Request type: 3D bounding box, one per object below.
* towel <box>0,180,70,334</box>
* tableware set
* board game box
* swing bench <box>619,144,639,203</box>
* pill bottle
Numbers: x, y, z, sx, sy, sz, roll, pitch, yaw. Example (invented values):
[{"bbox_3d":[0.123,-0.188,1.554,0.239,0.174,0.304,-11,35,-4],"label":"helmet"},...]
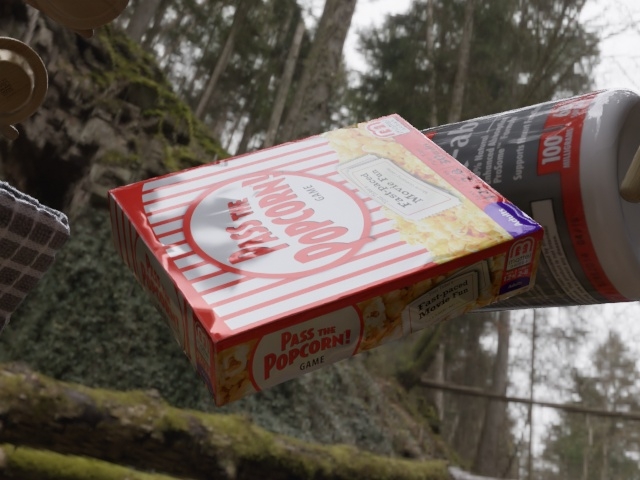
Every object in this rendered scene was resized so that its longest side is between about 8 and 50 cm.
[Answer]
[{"bbox_3d":[-0.295,0.035,0.534,0.121,0.235,0.283,16,-7,30],"label":"towel"},{"bbox_3d":[-0.199,-0.144,0.556,0.141,0.020,0.169,34,-86,-33],"label":"tableware set"},{"bbox_3d":[0.000,0.000,0.524,0.193,0.147,0.045,-18,-50,-24],"label":"board game box"},{"bbox_3d":[0.351,-0.123,0.577,0.165,0.255,0.253,7,6,-27],"label":"swing bench"},{"bbox_3d":[0.178,-0.027,1.013,0.363,0.210,0.210,-9,-43,40],"label":"pill bottle"}]
